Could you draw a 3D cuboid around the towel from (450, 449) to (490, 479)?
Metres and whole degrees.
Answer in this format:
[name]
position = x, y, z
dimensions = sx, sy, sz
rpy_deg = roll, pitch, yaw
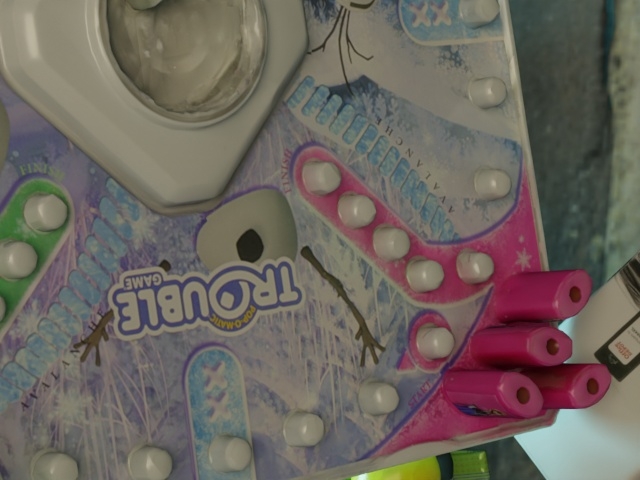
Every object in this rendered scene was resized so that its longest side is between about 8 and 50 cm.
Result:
[towel]
position = 0.066, 0.157, 1.031
dimensions = 0.060, 0.009, 0.083
rpy_deg = -3, 86, 10

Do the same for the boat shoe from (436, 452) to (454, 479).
[boat shoe]
position = -0.026, 0.163, 1.014
dimensions = 0.228, 0.081, 0.068
rpy_deg = -22, 86, 15

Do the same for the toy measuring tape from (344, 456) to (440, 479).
[toy measuring tape]
position = -0.036, 0.201, 0.942
dimensions = 0.121, 0.121, 0.330
rpy_deg = 37, 125, 9

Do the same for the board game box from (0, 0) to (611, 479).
[board game box]
position = -0.055, -0.086, 0.746
dimensions = 0.050, 0.390, 0.389
rpy_deg = -9, 90, 52

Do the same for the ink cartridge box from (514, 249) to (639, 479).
[ink cartridge box]
position = 0.203, 0.041, 0.908
dimensions = 0.203, 0.148, 0.086
rpy_deg = -47, 64, 27
